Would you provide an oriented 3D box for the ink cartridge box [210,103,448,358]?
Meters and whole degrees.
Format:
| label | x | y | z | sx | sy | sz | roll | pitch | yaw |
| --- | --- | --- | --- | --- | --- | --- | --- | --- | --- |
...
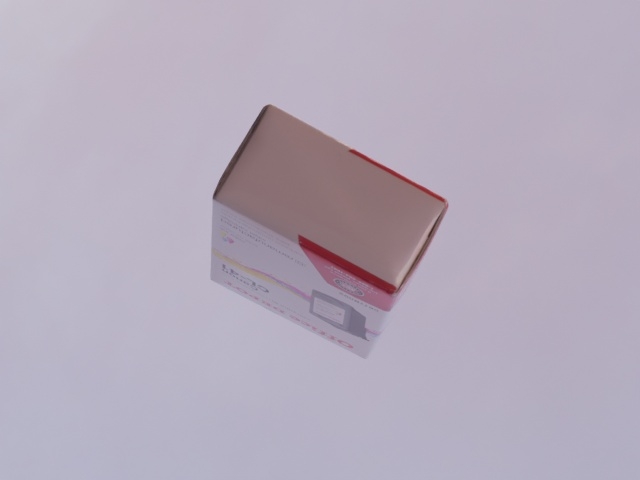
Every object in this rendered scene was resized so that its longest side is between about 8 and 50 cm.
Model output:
| label | x | y | z | sx | sy | sz | roll | pitch | yaw |
| --- | --- | --- | --- | --- | --- | --- | --- | --- | --- |
| ink cartridge box | 0.000 | 0.000 | 1.844 | 0.131 | 0.226 | 0.306 | -61 | 175 | -18 |
